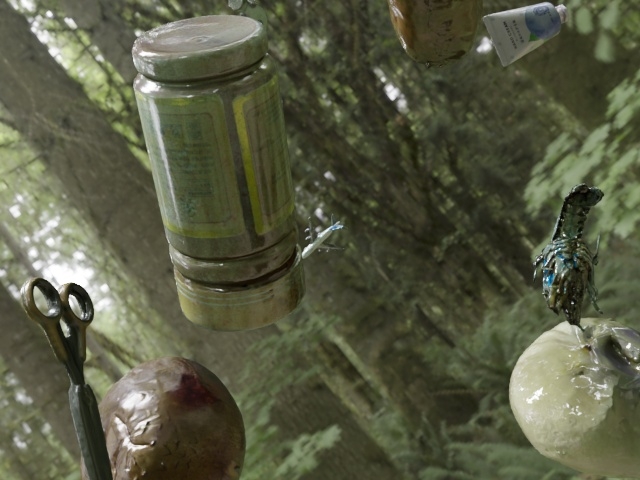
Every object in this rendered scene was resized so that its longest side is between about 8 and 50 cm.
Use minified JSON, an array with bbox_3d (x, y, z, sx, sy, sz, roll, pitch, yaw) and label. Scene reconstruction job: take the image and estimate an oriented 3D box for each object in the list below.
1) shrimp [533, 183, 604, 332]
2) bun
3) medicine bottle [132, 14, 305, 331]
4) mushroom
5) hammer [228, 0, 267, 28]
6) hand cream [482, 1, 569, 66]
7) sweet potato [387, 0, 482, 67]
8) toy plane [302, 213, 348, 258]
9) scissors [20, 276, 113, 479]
[{"bbox_3d":[0.296,0.022,1.041,0.076,0.082,0.174,119,169,-67],"label":"shrimp"},{"bbox_3d":[0.401,0.213,1.268,0.272,0.272,0.168,-26,-44,-44],"label":"bun"},{"bbox_3d":[-0.107,-0.071,0.983,0.151,0.151,0.323,-30,-53,-35],"label":"medicine bottle"},{"bbox_3d":[-0.197,0.234,1.037,0.231,0.194,0.138,-15,-12,36],"label":"mushroom"},{"bbox_3d":[-0.166,-0.265,1.386,0.246,0.029,0.103,-54,-21,15],"label":"hammer"},{"bbox_3d":[0.330,-0.336,1.407,0.142,0.084,0.053,-24,1,-20],"label":"hand cream"},{"bbox_3d":[0.069,-0.215,0.646,0.075,0.075,0.273,-40,-31,-1],"label":"sweet potato"},{"bbox_3d":[0.000,-0.002,1.314,0.084,0.078,0.024,-39,29,16],"label":"toy plane"},{"bbox_3d":[-0.219,0.136,0.812,0.017,0.220,0.088,-25,-19,19],"label":"scissors"}]
